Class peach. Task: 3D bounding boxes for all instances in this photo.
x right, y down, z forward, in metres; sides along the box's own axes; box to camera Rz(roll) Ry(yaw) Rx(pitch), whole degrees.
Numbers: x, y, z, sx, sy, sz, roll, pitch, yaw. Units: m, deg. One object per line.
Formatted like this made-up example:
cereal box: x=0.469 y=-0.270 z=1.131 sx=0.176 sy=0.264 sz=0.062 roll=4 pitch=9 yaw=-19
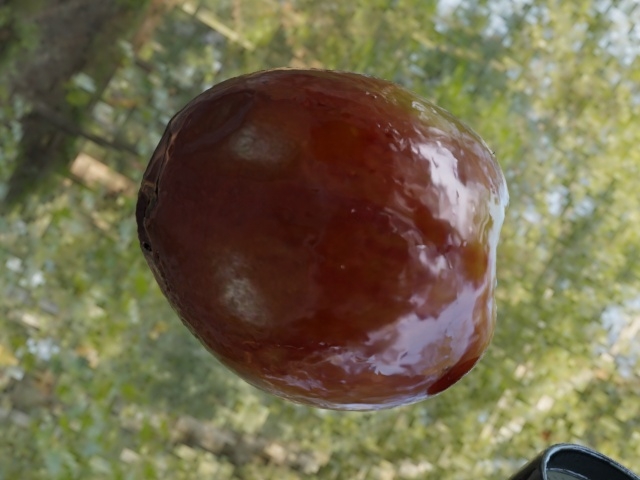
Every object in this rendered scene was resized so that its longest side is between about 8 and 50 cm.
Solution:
peach: x=0.000 y=0.000 z=1.165 sx=0.281 sy=0.281 sz=0.238 roll=-33 pitch=-137 yaw=54

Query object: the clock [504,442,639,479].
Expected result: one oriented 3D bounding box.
clock: x=0.324 y=0.355 z=1.553 sx=0.076 sy=0.386 sz=0.386 roll=-48 pitch=-159 yaw=19
